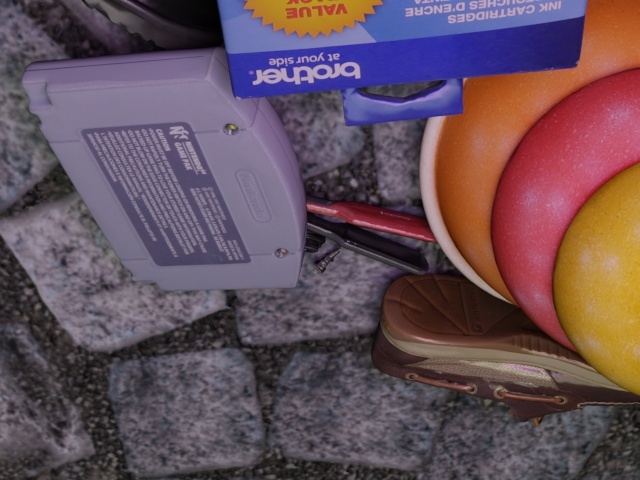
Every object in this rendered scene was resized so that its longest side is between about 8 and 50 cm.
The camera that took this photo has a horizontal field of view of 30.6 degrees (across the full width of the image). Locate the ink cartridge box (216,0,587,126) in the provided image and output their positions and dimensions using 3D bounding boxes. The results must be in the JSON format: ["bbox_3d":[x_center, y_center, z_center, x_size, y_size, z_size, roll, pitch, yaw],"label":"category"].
[{"bbox_3d":[0.050,-0.250,0.812,0.270,0.151,0.395,-6,143,2],"label":"ink cartridge box"}]

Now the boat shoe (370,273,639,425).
[{"bbox_3d":[0.220,0.124,1.217,0.341,0.123,0.123,7,134,-8],"label":"boat shoe"}]

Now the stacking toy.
[{"bbox_3d":[0.286,0.018,0.933,0.350,0.480,0.351,-3,120,-5],"label":"stacking toy"}]

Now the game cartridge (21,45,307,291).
[{"bbox_3d":[-0.117,-0.055,1.042,0.196,0.060,0.294,1,144,16],"label":"game cartridge"}]

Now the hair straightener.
[{"bbox_3d":[0.000,0.000,1.158,0.230,0.047,0.089,11,119,-10],"label":"hair straightener"}]

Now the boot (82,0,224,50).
[{"bbox_3d":[-0.145,-0.329,0.903,0.348,0.131,0.260,38,112,-22],"label":"boot"}]
